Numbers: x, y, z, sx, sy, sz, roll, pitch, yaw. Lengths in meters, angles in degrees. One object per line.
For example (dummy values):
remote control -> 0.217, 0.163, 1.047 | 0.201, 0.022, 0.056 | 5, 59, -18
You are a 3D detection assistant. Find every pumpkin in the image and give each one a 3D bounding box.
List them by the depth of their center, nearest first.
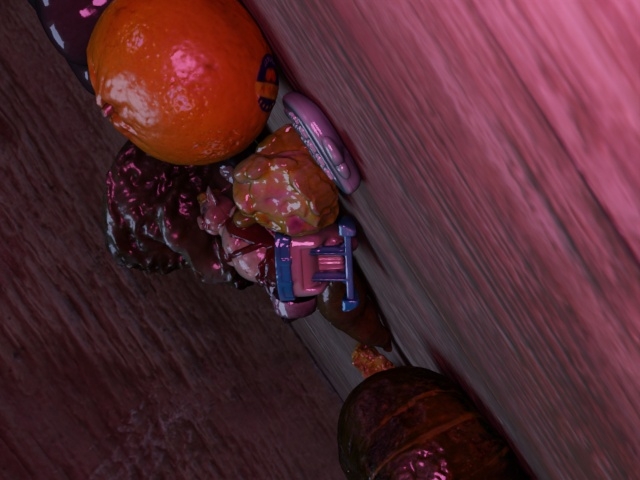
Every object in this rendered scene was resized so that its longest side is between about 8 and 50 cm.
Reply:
pumpkin -> 0.108, 0.266, 1.552 | 0.260, 0.189, 0.260 | 54, 173, 10

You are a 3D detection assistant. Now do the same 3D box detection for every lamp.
lamp -> -0.080, -0.015, 1.859 | 0.253, 0.118, 0.118 | 47, 172, 19

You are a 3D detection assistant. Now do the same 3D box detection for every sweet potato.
sweet potato -> 0.034, 0.081, 1.782 | 0.068, 0.068, 0.226 | 52, 176, 35

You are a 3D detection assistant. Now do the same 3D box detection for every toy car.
toy car -> 0.000, 0.000, 1.572 | 0.161, 0.098, 0.126 | -70, -20, -63

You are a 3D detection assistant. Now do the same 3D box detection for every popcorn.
popcorn -> -0.026, -0.051, 1.439 | 0.097, 0.089, 0.109 | -11, 130, 45

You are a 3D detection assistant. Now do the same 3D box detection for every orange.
orange -> -0.120, -0.150, 1.321 | 0.178, 0.155, 0.177 | 59, -173, -12

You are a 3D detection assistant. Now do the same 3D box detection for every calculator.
calculator -> 0.001, -0.085, 1.303 | 0.095, 0.021, 0.153 | 58, 175, -19

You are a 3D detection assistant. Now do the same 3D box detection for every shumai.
shumai -> -0.154, -0.048, 1.989 | 0.218, 0.256, 0.189 | 33, 141, 13

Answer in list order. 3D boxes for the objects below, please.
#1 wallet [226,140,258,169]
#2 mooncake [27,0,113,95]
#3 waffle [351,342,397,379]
wallet -> -0.119, -0.131, 1.794 | 0.229, 0.049, 0.182 | 46, 180, 37
mooncake -> -0.259, -0.298, 1.648 | 0.306, 0.154, 0.306 | 56, 177, 4
waffle -> 0.106, 0.193, 1.821 | 0.149, 0.051, 0.194 | 51, 177, -38
